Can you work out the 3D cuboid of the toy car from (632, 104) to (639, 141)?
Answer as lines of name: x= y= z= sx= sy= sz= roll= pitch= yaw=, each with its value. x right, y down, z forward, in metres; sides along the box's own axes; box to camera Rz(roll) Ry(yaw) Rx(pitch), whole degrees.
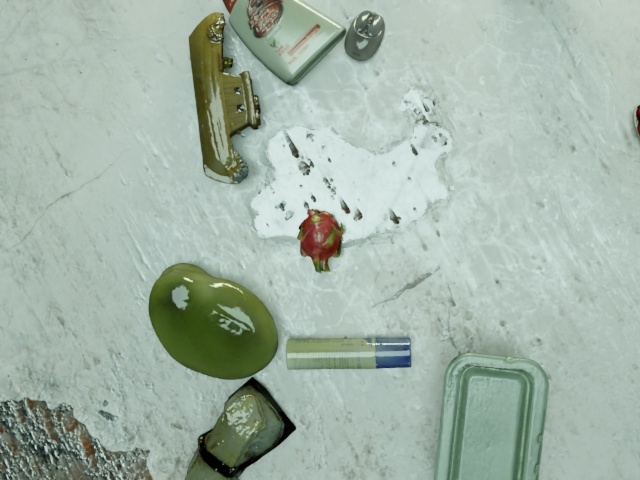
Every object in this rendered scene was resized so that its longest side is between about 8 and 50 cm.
toy car: x=0.638 y=-0.215 z=1.556 sx=0.139 sy=0.112 sz=0.112 roll=-24 pitch=89 yaw=5

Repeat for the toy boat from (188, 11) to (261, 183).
toy boat: x=-0.174 y=-0.262 z=1.634 sx=0.122 sy=0.089 sz=0.321 roll=-6 pitch=89 yaw=-1

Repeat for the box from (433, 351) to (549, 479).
box: x=0.291 y=0.345 z=1.564 sx=0.175 sy=0.182 sz=0.311 roll=6 pitch=93 yaw=4

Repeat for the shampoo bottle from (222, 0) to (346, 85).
shampoo bottle: x=-0.104 y=-0.431 z=1.630 sx=0.284 sy=0.071 sz=0.153 roll=45 pitch=97 yaw=2

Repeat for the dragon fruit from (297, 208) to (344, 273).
dragon fruit: x=-0.002 y=0.001 z=1.631 sx=0.086 sy=0.081 sz=0.116 roll=10 pitch=92 yaw=-6

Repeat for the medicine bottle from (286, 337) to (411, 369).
medicine bottle: x=0.053 y=0.211 z=1.641 sx=0.231 sy=0.059 sz=0.059 roll=-1 pitch=91 yaw=4

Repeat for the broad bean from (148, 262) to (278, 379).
broad bean: x=-0.204 y=0.157 z=1.632 sx=0.263 sy=0.121 sz=0.189 roll=34 pitch=98 yaw=1

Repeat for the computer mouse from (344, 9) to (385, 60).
computer mouse: x=0.082 y=-0.381 z=1.633 sx=0.066 sy=0.039 sz=0.096 roll=25 pitch=93 yaw=3

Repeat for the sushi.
sushi: x=-0.183 y=0.398 z=1.640 sx=0.273 sy=0.109 sz=0.134 roll=-45 pitch=87 yaw=5
